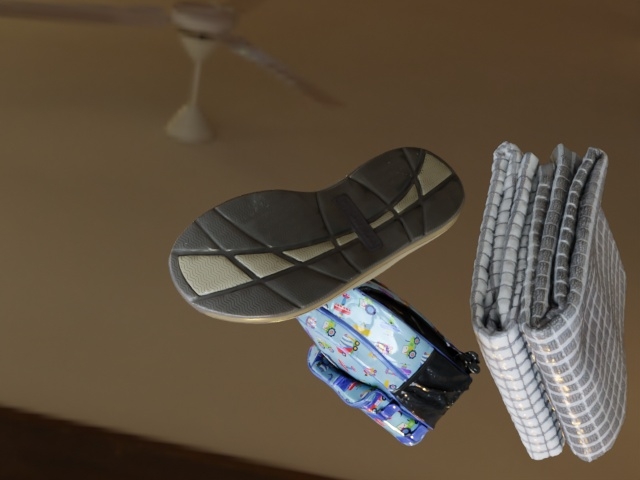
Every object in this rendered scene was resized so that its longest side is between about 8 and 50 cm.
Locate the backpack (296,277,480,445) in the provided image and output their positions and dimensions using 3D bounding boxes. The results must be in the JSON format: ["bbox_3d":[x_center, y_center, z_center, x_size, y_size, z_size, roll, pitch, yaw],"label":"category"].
[{"bbox_3d":[0.047,0.101,1.420,0.173,0.117,0.158,40,178,-37],"label":"backpack"}]

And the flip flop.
[{"bbox_3d":[0.000,0.000,1.216,0.277,0.080,0.112,-25,-105,-30],"label":"flip flop"}]

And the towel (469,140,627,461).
[{"bbox_3d":[0.262,0.060,1.555,0.121,0.235,0.284,-6,-133,25],"label":"towel"}]
